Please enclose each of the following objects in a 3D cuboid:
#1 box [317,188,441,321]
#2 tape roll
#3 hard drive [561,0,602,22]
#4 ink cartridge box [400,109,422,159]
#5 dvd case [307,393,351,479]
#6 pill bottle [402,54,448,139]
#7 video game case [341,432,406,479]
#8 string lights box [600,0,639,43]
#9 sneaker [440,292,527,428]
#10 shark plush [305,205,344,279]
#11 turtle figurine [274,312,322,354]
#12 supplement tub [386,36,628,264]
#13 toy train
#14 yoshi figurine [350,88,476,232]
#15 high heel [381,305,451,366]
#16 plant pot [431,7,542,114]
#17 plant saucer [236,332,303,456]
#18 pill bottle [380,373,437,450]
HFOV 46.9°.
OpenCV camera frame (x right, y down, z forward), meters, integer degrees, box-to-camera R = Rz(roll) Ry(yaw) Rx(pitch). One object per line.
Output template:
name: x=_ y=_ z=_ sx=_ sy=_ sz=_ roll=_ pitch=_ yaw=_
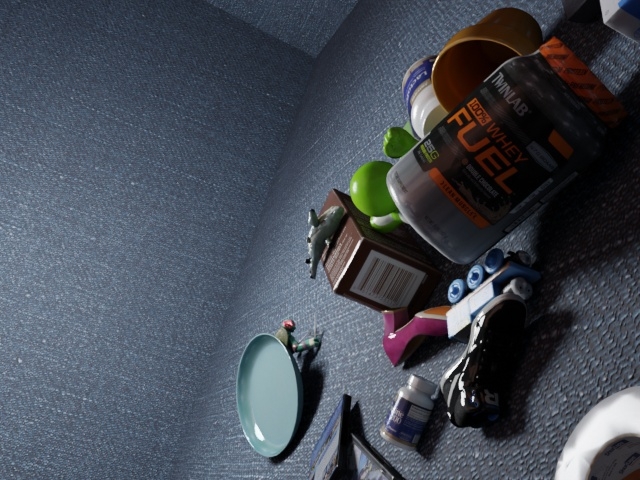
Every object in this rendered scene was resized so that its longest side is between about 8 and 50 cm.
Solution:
box: x=0.106 y=0.024 z=1.629 sx=0.143 sy=0.191 sz=0.381 roll=-62 pitch=15 yaw=15
tape roll: x=0.329 y=0.260 z=0.737 sx=0.219 sy=0.072 sz=0.219 roll=-57 pitch=17 yaw=28
hard drive: x=0.521 y=-0.510 z=1.285 sx=0.254 sy=0.054 sz=0.172 roll=-53 pitch=20 yaw=41
ink cartridge box: x=0.238 y=-0.213 z=1.695 sx=0.062 sy=0.109 sz=0.209 roll=-57 pitch=17 yaw=27
dvd case: x=0.014 y=0.453 z=1.517 sx=0.253 sy=0.022 sz=0.180 roll=-76 pitch=11 yaw=-69
pill bottle: x=0.270 y=-0.300 z=1.633 sx=0.153 sy=0.153 sz=0.264 roll=-58 pitch=17 yaw=27
video game case: x=0.050 y=0.522 z=1.362 sx=0.274 sy=0.035 sz=0.248 roll=-67 pitch=15 yaw=-3
string lights box: x=0.532 y=-0.436 z=1.090 sx=0.259 sy=0.077 sz=0.133 roll=-49 pitch=23 yaw=47
sneaker: x=0.257 y=0.193 z=1.095 sx=0.121 sy=0.079 sz=0.216 roll=-97 pitch=26 yaw=-57
shark plush: x=0.000 y=0.000 z=1.572 sx=0.067 sy=0.073 sz=0.161 roll=15 pitch=75 yaw=44
turtle figurine: x=-0.086 y=0.305 z=2.026 sx=0.175 sy=0.118 sz=0.234 roll=158 pitch=128 yaw=-69
supplement tub: x=0.286 y=-0.138 z=1.150 sx=0.338 sy=0.207 sz=0.207 roll=-44 pitch=23 yaw=20
toy train: x=0.274 y=0.091 z=1.183 sx=0.184 sy=0.080 sz=0.105 roll=-48 pitch=32 yaw=44
yoshi figurine: x=0.196 y=-0.128 z=1.388 sx=0.362 sy=0.203 sz=0.203 roll=-35 pitch=12 yaw=37
high heel: x=0.193 y=0.185 z=1.366 sx=0.244 sy=0.082 sz=0.117 roll=-9 pitch=92 yaw=56
plant pot: x=0.341 y=-0.347 z=1.419 sx=0.205 sy=0.205 sz=0.188 roll=-46 pitch=10 yaw=52
plant saucer: x=-0.130 y=0.403 z=1.940 sx=0.318 sy=0.044 sz=0.317 roll=-9 pitch=79 yaw=54
pill bottle: x=0.156 y=0.296 z=1.281 sx=0.120 sy=0.067 sz=0.067 roll=-66 pitch=15 yaw=0
